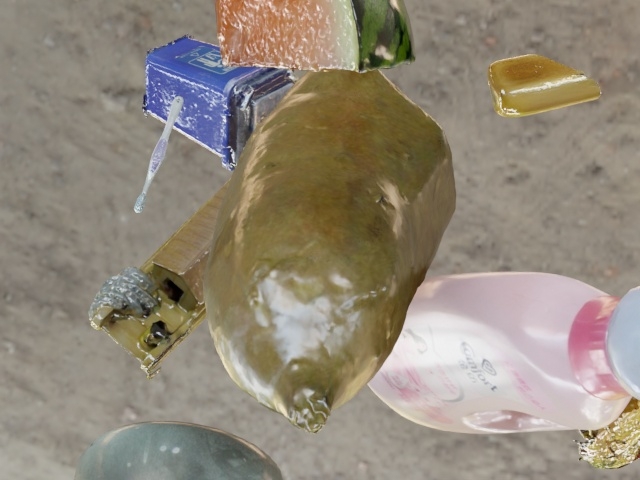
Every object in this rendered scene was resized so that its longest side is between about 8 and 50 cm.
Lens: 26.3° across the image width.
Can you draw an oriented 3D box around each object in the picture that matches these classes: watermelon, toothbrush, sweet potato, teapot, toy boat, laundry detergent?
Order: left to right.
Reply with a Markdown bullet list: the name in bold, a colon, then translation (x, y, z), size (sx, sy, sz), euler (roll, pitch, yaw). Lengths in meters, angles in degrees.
- **toothbrush**: translation (-0.150, -0.082, 1.275), size (0.011, 0.131, 0.013), euler (22, 150, -12)
- **teapot**: translation (-0.122, 0.364, 1.395), size (0.305, 0.285, 0.223), euler (20, 143, -16)
- **toy boat**: translation (-0.143, -0.006, 1.910), size (0.136, 0.445, 0.162), euler (40, 150, 4)
- **watermelon**: translation (-0.018, -0.123, 0.674), size (0.094, 0.125, 0.135), euler (-38, 95, 17)
- **sweet potato**: translation (0.000, 0.000, 0.913), size (0.157, 0.370, 0.158), euler (9, 125, 13)
- **laundry detergent**: translation (0.150, 0.083, 0.993), size (0.159, 0.088, 0.335), euler (42, 157, -18)

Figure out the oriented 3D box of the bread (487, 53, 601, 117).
- **bread**: translation (0.215, -0.153, 1.343), size (0.103, 0.062, 0.049), euler (-12, 142, -7)

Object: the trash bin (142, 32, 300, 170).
- **trash bin**: translation (-0.163, -0.221, 2.204), size (0.234, 0.162, 0.184), euler (25, 128, 29)

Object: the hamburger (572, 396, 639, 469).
- **hamburger**: translation (0.347, 0.142, 1.432), size (0.231, 0.107, 0.231), euler (-22, 152, -12)
